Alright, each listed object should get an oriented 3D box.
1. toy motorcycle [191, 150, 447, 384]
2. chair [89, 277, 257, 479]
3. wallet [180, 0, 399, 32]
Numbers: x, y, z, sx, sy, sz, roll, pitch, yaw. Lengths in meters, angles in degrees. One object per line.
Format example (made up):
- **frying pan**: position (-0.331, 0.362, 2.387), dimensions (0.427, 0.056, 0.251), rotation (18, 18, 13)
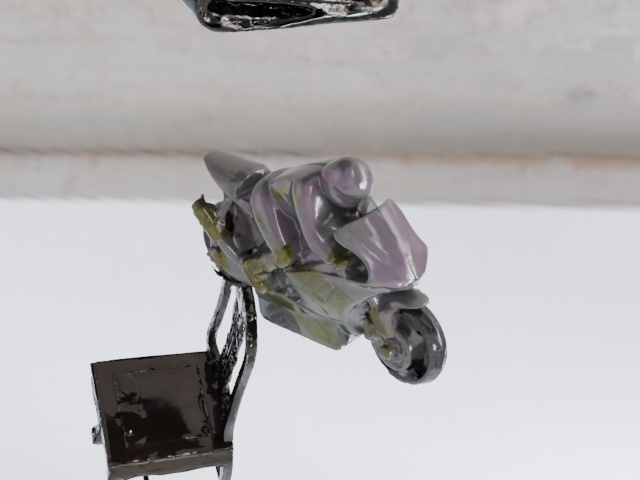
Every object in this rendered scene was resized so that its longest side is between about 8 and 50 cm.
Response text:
- **toy motorcycle**: position (0.000, 0.000, 1.242), dimensions (0.225, 0.073, 0.152), rotation (29, 133, 33)
- **chair**: position (-0.115, 0.115, 1.406), dimensions (0.113, 0.106, 0.229), rotation (-6, 138, -13)
- **wallet**: position (-0.082, -0.238, 1.209), dimensions (0.172, 0.318, 0.045), rotation (-8, 132, -33)
